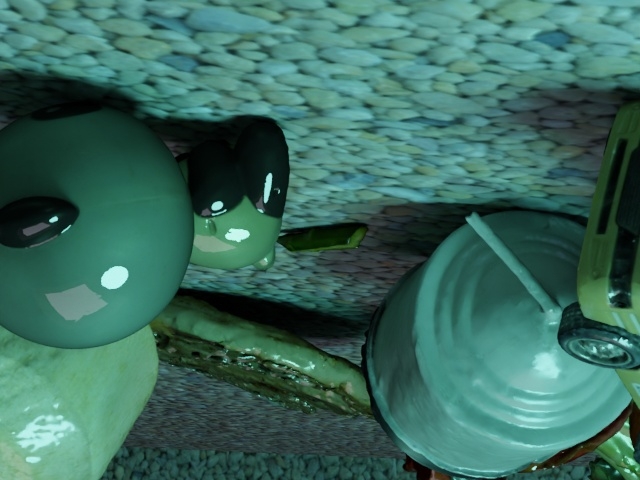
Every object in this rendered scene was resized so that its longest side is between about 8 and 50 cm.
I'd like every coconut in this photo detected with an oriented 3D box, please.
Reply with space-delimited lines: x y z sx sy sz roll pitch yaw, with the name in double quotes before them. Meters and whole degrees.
"coconut" -0.317 0.128 1.683 0.328 0.329 0.329 5 167 1

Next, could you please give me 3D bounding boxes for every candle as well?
"candle" 0.164 0.096 1.443 0.221 0.221 0.342 7 167 -8

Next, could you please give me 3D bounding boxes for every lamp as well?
"lamp" -0.149 -0.017 1.191 0.243 0.198 0.197 -14 178 -29

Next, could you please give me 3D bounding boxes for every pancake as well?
"pancake" -0.095 0.144 1.994 0.382 0.071 0.382 16 168 3

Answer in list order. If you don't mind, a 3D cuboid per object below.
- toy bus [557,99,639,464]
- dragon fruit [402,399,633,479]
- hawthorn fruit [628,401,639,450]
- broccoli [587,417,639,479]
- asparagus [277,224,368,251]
"toy bus" 0.308 0.054 1.144 0.201 0.177 0.365 4 154 30
"dragon fruit" 0.207 0.185 1.810 0.286 0.228 0.329 7 165 -18
"hawthorn fruit" 0.443 0.199 1.852 0.211 0.211 0.299 16 171 -42
"broccoli" 0.529 0.349 2.356 0.317 0.277 0.338 21 166 26
"asparagus" -0.001 -0.001 1.520 0.108 0.021 0.025 -5 165 39
